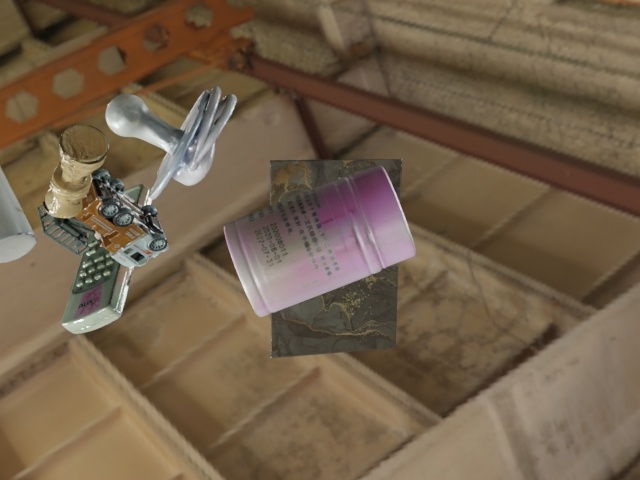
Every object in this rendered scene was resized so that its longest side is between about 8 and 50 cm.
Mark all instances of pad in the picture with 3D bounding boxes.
[{"bbox_3d":[0.027,0.032,2.046,0.248,0.367,0.007,-3,-166,-16],"label":"pad"}]

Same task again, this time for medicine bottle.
[{"bbox_3d":[0.000,0.000,1.672,0.254,0.152,0.152,-21,-152,1],"label":"medicine bottle"}]

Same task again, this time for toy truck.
[{"bbox_3d":[-0.317,-0.022,1.679,0.115,0.178,0.080,-36,-130,12],"label":"toy truck"}]

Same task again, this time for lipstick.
[{"bbox_3d":[-0.404,-0.093,1.291,0.059,0.059,0.264,-27,-112,-11],"label":"lipstick"}]

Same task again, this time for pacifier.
[{"bbox_3d":[-0.316,-0.227,2.259,0.244,0.233,0.299,-61,-167,20],"label":"pacifier"}]

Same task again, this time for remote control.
[{"bbox_3d":[-0.442,0.037,2.347,0.145,0.050,0.344,-21,-138,30],"label":"remote control"}]

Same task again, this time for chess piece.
[{"bbox_3d":[-0.308,-0.075,1.390,0.060,0.060,0.172,-45,176,-36],"label":"chess piece"}]

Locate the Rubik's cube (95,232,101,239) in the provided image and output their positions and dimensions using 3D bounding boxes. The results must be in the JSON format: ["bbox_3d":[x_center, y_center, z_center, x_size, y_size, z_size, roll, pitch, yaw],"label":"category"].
[{"bbox_3d":[-0.348,-0.028,1.918,0.084,0.075,0.073,2,-112,27],"label":"Rubik's cube"}]
